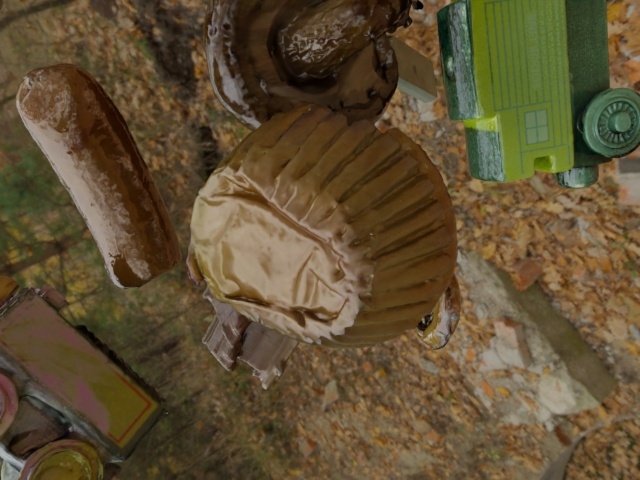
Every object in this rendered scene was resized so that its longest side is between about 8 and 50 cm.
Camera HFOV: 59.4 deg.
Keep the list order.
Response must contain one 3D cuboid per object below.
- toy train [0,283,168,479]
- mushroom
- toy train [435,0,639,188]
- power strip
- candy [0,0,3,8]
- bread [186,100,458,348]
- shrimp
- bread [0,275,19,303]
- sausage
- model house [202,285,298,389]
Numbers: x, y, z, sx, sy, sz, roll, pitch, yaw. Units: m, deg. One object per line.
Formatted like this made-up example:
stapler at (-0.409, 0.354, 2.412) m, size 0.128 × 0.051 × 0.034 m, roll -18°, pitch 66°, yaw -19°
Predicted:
toy train at (-0.298, 0.178, 0.605) m, size 0.260 × 0.177 × 0.134 m, roll 51°, pitch 147°, yaw -19°
mushroom at (-0.008, -0.255, 0.736) m, size 0.195 × 0.283 × 0.263 m, roll -116°, pitch 1°, yaw -71°
toy train at (0.323, -0.284, 0.853) m, size 0.179 × 0.273 × 0.441 m, roll -121°, pitch 21°, yaw -76°
power strip at (0.232, -0.444, 1.467) m, size 0.046 × 0.271 × 0.117 m, roll -11°, pitch 82°, yaw 35°
candy at (-0.674, -0.475, 1.018) m, size 0.157 × 0.214 × 0.290 m, roll 34°, pitch 159°, yaw -21°
bread at (0.000, 0.000, 0.575) m, size 0.274 × 0.149 × 0.273 m, roll 12°, pitch 118°, yaw 25°
shrimp at (0.172, 0.101, 0.965) m, size 0.249 × 0.068 × 0.149 m, roll -169°, pitch 81°, yaw -75°
bread at (-0.589, 0.108, 0.987) m, size 0.056 × 0.115 × 0.082 m, roll 42°, pitch 126°, yaw -18°
sausage at (-0.253, -0.075, 0.662) m, size 0.109 × 0.109 × 0.270 m, roll 19°, pitch 135°, yaw 58°
model house at (-0.144, 0.154, 1.199) m, size 0.229 × 0.199 × 0.219 m, roll 34°, pitch -165°, yaw -6°
